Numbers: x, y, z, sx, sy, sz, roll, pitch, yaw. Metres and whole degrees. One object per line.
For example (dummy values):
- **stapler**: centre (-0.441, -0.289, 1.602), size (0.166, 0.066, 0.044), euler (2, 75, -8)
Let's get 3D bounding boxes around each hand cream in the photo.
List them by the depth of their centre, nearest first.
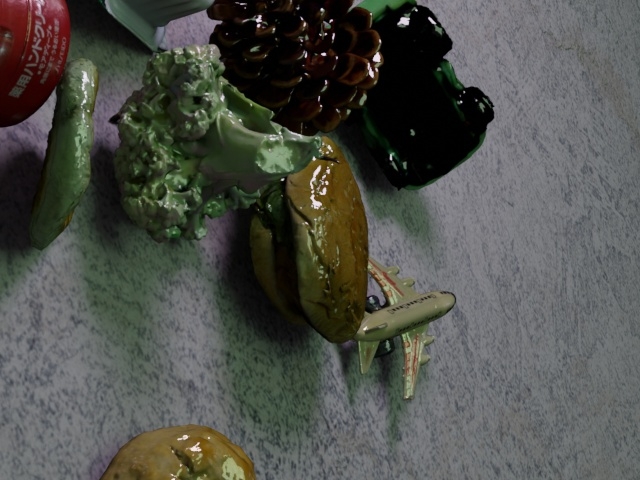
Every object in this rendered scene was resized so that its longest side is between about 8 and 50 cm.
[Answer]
- **hand cream**: centre (-0.378, -0.223, 1.576), size (0.125, 0.193, 0.193), euler (11, 66, -53)

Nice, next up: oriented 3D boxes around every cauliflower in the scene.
- **cauliflower**: centre (-0.129, -0.116, 1.807), size (0.239, 0.315, 0.256), euler (-10, 105, -56)

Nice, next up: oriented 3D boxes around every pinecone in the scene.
- **pinecone**: centre (-0.041, -0.283, 2.025), size (0.292, 0.246, 0.246), euler (54, 31, -60)

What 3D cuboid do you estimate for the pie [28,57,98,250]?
- **pie**: centre (-0.290, -0.096, 1.643), size (0.054, 0.240, 0.240), euler (11, 59, -12)

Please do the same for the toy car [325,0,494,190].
- **toy car**: centre (0.115, -0.259, 2.320), size (0.358, 0.213, 0.176), euler (52, 3, -32)

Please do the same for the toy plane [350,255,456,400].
- **toy plane**: centre (0.121, 0.119, 2.217), size (0.256, 0.104, 0.242), euler (-16, 85, -57)

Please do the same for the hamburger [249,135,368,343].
- **hamburger**: centre (-0.001, -0.002, 2.021), size (0.265, 0.134, 0.284), euler (56, 33, -48)

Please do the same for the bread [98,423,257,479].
- **bread**: centre (-0.150, 0.323, 1.690), size (0.244, 0.134, 0.244), euler (25, 57, -47)

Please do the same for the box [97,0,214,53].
- **box**: centre (-0.206, -0.436, 1.900), size (0.264, 0.106, 0.336), euler (33, 54, -74)
